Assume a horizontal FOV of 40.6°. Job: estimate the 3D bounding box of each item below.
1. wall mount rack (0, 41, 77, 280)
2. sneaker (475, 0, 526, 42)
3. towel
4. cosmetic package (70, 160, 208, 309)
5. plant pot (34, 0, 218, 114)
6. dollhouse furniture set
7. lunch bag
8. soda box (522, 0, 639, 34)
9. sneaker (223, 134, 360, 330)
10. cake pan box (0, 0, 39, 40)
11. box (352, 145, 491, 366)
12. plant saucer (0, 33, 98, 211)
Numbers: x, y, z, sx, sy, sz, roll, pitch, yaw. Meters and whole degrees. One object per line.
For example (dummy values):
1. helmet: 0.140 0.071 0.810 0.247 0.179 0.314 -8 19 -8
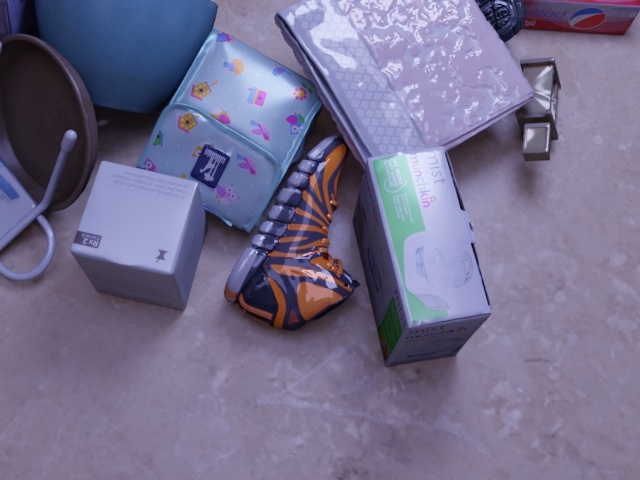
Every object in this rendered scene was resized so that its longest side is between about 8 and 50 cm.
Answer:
1. wall mount rack: -0.520 -0.118 1.344 0.304 0.130 0.350 -43 76 3
2. sneaker: 0.219 -0.337 1.513 0.286 0.130 0.109 -19 93 12
3. towel: 0.136 -0.294 1.380 0.317 0.053 0.332 -31 89 -15
4. cosmetic package: -0.267 -0.003 1.312 0.151 0.183 0.151 12 69 1
5. plant pot: -0.326 -0.311 1.404 0.290 0.290 0.195 11 96 1
6. dollhouse furniture set: 0.323 -0.205 1.490 0.161 0.101 0.182 0 67 24
7. lunch bag: -0.142 -0.168 1.394 0.223 0.160 0.262 30 74 -3
8. soda box: 0.436 -0.438 1.566 0.263 0.092 0.083 3 69 -2
9. sneaker: 0.000 0.000 1.372 0.180 0.124 0.321 30 81 4
10. cake pan box: -0.494 -0.416 1.418 0.070 0.267 0.245 16 66 -7
11. box: 0.144 0.030 1.296 0.127 0.231 0.262 -9 70 -7
12. plant saucer: -0.438 -0.183 1.356 0.278 0.278 0.041 50 39 15
